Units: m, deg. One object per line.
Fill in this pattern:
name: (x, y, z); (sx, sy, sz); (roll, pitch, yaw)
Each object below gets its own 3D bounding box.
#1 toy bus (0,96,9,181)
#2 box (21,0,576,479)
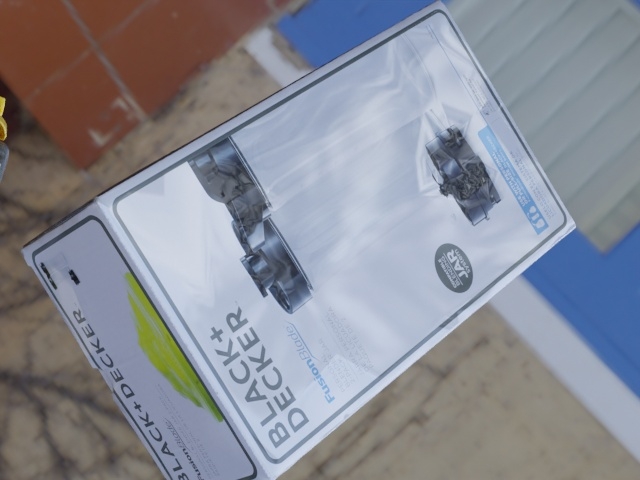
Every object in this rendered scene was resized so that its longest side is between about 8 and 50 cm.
toy bus: (-0.353, -0.045, 1.269); (0.211, 0.149, 0.220); (-114, -136, -72)
box: (0.000, 0.000, 0.842); (0.290, 0.169, 0.087); (-33, -175, -40)
